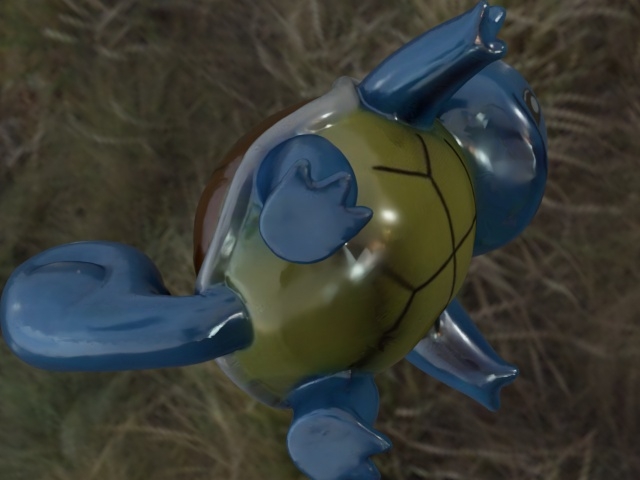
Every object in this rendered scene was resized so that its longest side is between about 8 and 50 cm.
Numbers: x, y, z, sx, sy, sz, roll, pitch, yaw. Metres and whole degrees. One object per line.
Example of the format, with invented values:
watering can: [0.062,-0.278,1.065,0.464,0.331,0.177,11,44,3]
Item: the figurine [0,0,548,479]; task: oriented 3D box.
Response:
figurine: [0.016,0.011,1.019,0.416,0.297,0.243,-25,25,-27]
